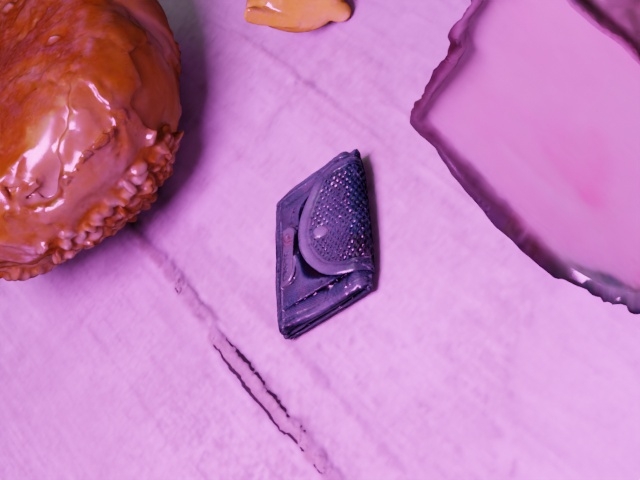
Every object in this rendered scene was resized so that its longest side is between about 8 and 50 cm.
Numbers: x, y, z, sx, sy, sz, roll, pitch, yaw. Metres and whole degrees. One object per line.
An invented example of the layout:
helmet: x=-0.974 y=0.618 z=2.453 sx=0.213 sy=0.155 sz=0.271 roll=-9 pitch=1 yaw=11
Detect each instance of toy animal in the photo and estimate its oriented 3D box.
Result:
toy animal: x=-0.021 y=-0.227 z=1.497 sx=0.159 sy=0.083 sz=0.070 roll=-99 pitch=24 yaw=-58

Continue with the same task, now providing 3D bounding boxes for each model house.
model house: x=0.212 y=-0.113 z=1.030 sx=0.237 sy=0.202 sz=0.237 roll=-44 pitch=-8 yaw=-23

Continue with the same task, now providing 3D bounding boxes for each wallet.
wallet: x=0.000 y=0.000 z=1.309 sx=0.088 sy=0.026 sz=0.129 roll=-33 pitch=41 yaw=30

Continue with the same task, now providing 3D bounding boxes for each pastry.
pastry: x=-0.217 y=-0.094 z=1.528 sx=0.255 sy=0.162 sz=0.311 roll=-35 pitch=38 yaw=25
